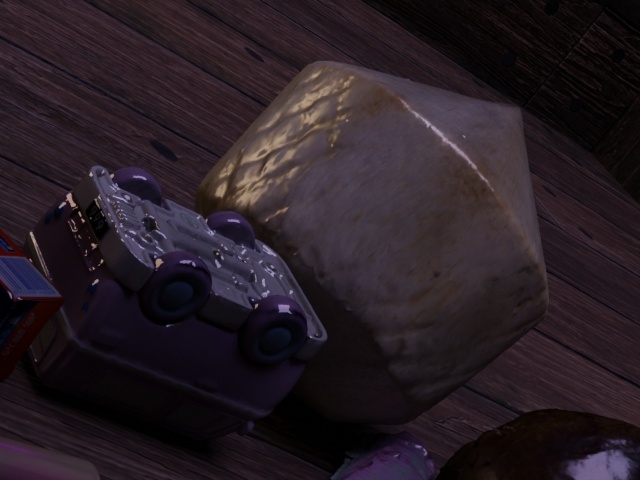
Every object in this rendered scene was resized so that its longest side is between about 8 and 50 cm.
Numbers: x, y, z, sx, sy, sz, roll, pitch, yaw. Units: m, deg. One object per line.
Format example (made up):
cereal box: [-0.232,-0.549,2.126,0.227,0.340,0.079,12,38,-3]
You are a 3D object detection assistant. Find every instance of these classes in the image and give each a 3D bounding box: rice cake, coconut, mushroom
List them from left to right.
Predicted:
rice cake: [0.031,0.192,1.322,0.081,0.051,0.290,43,15,12]
coconut: [0.059,-0.008,1.430,0.329,0.329,0.329,36,15,-11]
mushroom: [0.179,0.207,1.361,0.138,0.194,0.231,44,5,15]

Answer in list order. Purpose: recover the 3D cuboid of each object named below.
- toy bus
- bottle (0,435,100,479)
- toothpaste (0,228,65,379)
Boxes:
toy bus: [-0.111,0.051,1.221,0.202,0.142,0.142,26,20,-39]
bottle: [-0.180,0.141,0.988,0.096,0.045,0.045,24,21,-38]
toothpaste: [-0.309,-0.038,1.146,0.320,0.076,0.066,45,16,20]
